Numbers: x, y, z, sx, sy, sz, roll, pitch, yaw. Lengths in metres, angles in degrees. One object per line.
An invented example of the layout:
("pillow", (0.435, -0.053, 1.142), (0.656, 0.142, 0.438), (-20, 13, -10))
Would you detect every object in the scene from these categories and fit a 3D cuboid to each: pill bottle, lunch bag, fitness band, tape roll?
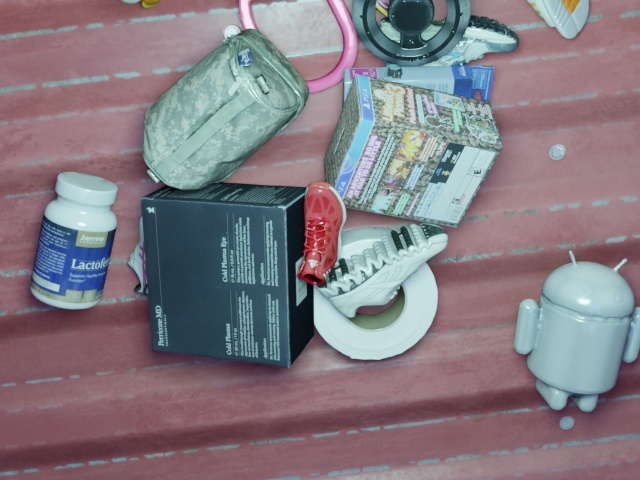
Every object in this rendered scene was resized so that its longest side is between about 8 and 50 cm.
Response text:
("pill bottle", (-0.516, -0.001, 1.842), (0.153, 0.153, 0.265), (14, 106, -6))
("lunch bag", (-0.190, -0.246, 1.697), (0.305, 0.256, 0.212), (-37, 105, 24))
("fitness band", (-0.046, -0.442, 1.778), (0.209, 0.054, 0.291), (-27, 107, 6))
("tape roll", (0.113, 0.118, 1.931), (0.286, 0.100, 0.286), (-1, 107, -3))

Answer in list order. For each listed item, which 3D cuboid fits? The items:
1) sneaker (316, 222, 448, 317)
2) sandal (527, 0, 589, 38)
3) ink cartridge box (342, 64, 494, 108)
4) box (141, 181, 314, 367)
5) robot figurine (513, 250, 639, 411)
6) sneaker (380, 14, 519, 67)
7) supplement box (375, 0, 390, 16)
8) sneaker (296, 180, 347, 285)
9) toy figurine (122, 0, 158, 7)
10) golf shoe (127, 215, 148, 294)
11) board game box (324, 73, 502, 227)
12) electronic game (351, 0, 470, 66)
("sneaker", (0.140, 0.061, 1.817), (0.292, 0.110, 0.118), (-27, 114, 14))
("sandal", (0.449, -0.527, 1.758), (0.102, 0.076, 0.265), (-48, 116, -12))
("ink cartridge box", (0.200, -0.269, 1.801), (0.310, 0.065, 0.186), (-3, 134, -3))
("box", (-0.185, 0.061, 1.817), (0.312, 0.179, 0.344), (5, 107, 16))
("robot figurine", (0.572, 0.198, 1.920), (0.299, 0.200, 0.354), (5, 107, -13))
("sneaker", (0.262, -0.396, 1.791), (0.282, 0.110, 0.122), (4, 118, 4))
("supplement box", (0.142, -0.501, 1.766), (0.043, 0.055, 0.083), (35, 103, -13))
("sneaker", (0.000, 0.000, 1.725), (0.087, 0.128, 0.221), (3, 132, 15))
("toy figurine", (-0.314, -0.547, 1.653), (0.213, 0.209, 0.148), (-36, 94, 8))
("golf shoe", (-0.383, 0.033, 1.902), (0.085, 0.067, 0.186), (-4, 107, 1))
("board game box", (0.177, -0.175, 1.747), (0.290, 0.141, 0.232), (10, 135, -13))
("electronic game", (0.175, -0.442, 1.682), (0.229, 0.048, 0.229), (3, 129, 4))
